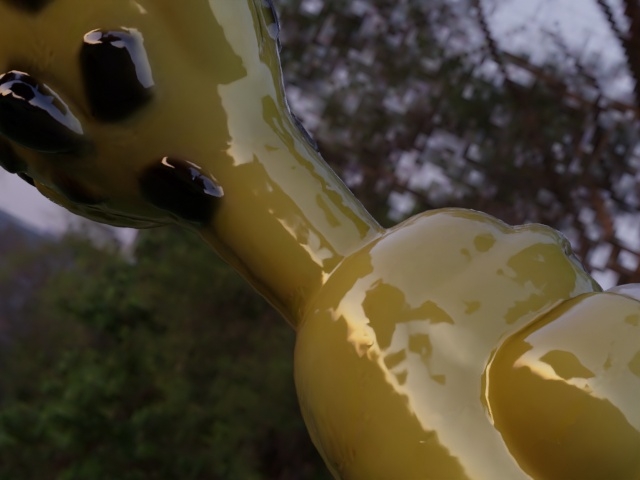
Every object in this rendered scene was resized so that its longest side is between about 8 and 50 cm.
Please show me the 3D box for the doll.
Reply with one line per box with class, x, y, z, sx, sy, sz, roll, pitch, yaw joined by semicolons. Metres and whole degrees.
doll;0.000;-0.001;0.446;0.291;0.086;0.117;44;-36;18
